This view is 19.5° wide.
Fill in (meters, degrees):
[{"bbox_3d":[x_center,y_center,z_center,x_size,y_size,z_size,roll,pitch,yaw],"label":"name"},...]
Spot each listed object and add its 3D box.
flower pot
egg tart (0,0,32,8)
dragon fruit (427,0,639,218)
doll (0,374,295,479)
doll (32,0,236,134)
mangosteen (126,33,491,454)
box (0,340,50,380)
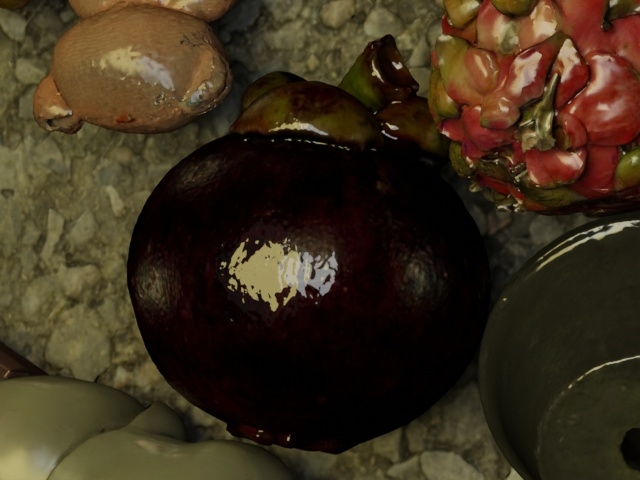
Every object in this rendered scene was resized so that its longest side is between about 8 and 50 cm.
[{"bbox_3d":[0.248,0.127,1.406,0.269,0.166,0.269,2,107,7],"label":"flower pot"},{"bbox_3d":[-0.277,-0.321,1.750,0.128,0.319,0.319,39,106,-5],"label":"egg tart"},{"bbox_3d":[0.204,-0.144,1.444,0.250,0.291,0.269,-15,76,32],"label":"dragon fruit"},{"bbox_3d":[-0.175,0.249,1.660,0.370,0.226,0.215,30,130,37],"label":"doll"},{"bbox_3d":[-0.141,-0.219,1.747,0.201,0.156,0.303,-1,57,24],"label":"doll"},{"bbox_3d":[0.000,0.000,1.533,0.307,0.307,0.346,10,85,29],"label":"mangosteen"},{"bbox_3d":[-0.397,0.175,1.854,0.215,0.086,0.215,29,98,28],"label":"box"}]
